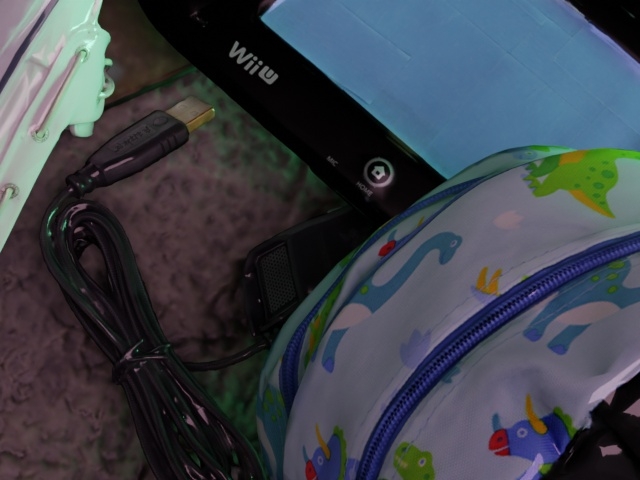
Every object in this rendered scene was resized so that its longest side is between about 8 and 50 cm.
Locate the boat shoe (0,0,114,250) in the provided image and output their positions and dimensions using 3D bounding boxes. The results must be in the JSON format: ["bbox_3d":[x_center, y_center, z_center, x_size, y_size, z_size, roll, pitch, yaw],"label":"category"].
[{"bbox_3d":[-0.132,-0.072,0.790,0.076,0.083,0.226,33,93,-23],"label":"boat shoe"}]

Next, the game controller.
[{"bbox_3d":[0.069,-0.075,0.800,0.319,0.067,0.166,41,70,7],"label":"game controller"}]

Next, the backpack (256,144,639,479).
[{"bbox_3d":[0.134,0.128,0.665,0.290,0.273,0.355,-40,140,6],"label":"backpack"}]

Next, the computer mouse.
[{"bbox_3d":[0.000,0.000,0.832,0.262,0.060,0.184,-32,77,-17],"label":"computer mouse"}]
